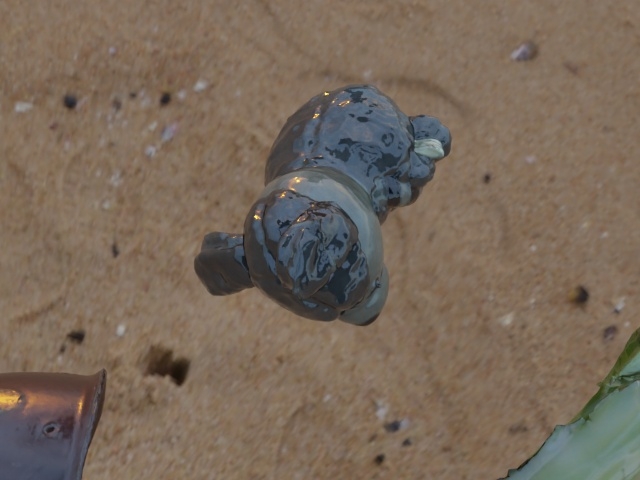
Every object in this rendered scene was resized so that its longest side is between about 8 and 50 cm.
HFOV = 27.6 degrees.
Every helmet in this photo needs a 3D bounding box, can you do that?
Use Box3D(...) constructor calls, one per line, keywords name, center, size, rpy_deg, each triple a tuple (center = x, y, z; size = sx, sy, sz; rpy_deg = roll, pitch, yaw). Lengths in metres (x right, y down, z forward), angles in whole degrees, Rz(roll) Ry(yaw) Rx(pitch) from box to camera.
Box3D(name="helmet", center=(-0.190, 0.148, 0.747), size=(0.106, 0.175, 0.155), rpy_deg=(12, 29, -6))

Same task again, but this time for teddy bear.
Box3D(name="teddy bear", center=(-0.005, -0.006, 1.063), size=(0.144, 0.171, 0.251), rpy_deg=(55, 41, -25))

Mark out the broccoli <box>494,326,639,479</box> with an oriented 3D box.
Box3D(name="broccoli", center=(0.280, 0.112, 0.879), size=(0.252, 0.361, 0.221), rpy_deg=(26, 16, -12))
